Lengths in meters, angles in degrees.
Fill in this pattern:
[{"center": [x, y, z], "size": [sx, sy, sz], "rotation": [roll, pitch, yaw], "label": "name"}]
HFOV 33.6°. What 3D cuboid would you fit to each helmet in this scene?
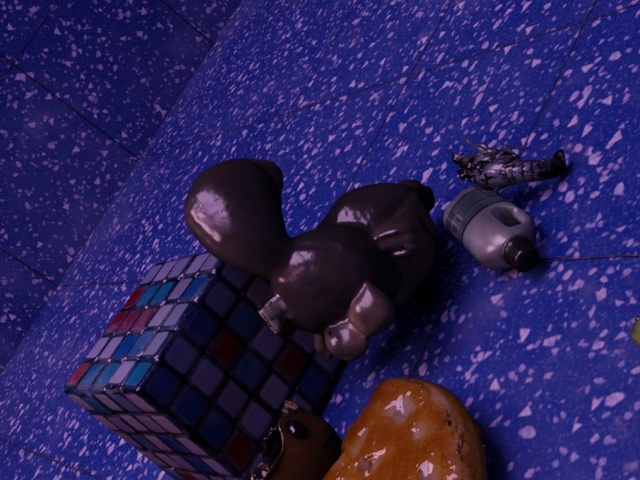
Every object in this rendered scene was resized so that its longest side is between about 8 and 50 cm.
[{"center": [-0.031, 0.338, 1.481], "size": [0.224, 0.130, 0.198], "rotation": [-72, 3, -69], "label": "helmet"}]

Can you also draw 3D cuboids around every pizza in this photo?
[{"center": [0.098, 0.331, 1.312], "size": [0.278, 0.114, 0.409], "rotation": [-42, 25, 18], "label": "pizza"}]

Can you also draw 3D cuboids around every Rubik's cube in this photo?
[{"center": [-0.186, 0.215, 1.728], "size": [0.292, 0.293, 0.287], "rotation": [-13, 39, 56], "label": "Rubik's cube"}]

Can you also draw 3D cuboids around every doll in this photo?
[{"center": [0.020, -0.024, 1.628], "size": [0.252, 0.378, 0.382], "rotation": [-37, 6, 28], "label": "doll"}]

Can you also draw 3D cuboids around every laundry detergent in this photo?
[{"center": [0.259, -0.012, 1.553], "size": [0.099, 0.070, 0.225], "rotation": [-33, 24, -1], "label": "laundry detergent"}]

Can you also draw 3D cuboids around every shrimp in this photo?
[{"center": [0.276, -0.114, 1.580], "size": [0.174, 0.082, 0.076], "rotation": [0, 22, 23], "label": "shrimp"}]

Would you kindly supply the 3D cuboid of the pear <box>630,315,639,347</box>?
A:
[{"center": [0.473, 0.044, 1.002], "size": [0.292, 0.159, 0.292], "rotation": [-40, 30, 29], "label": "pear"}]
